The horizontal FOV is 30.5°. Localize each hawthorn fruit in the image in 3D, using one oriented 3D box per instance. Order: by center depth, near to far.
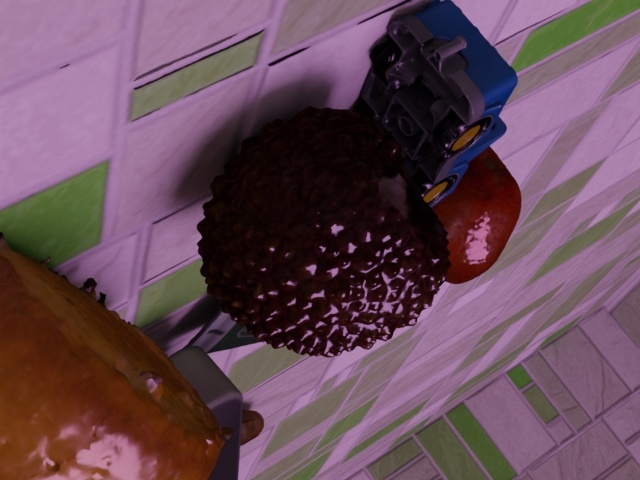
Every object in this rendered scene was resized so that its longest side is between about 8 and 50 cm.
[{"bbox_3d":[0.131,-0.031,1.153,0.132,0.133,0.138,-16,140,-51],"label":"hawthorn fruit"}]

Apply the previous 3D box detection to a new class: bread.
[{"bbox_3d":[-0.175,0.146,0.820,0.194,0.179,0.340,-49,158,-4],"label":"bread"}]

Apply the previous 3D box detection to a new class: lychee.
[{"bbox_3d":[0.000,0.000,0.862,0.188,0.188,0.188,-34,164,-11],"label":"lychee"}]

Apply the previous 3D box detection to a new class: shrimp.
[{"bbox_3d":[-0.151,0.264,1.562,0.133,0.053,0.236,-19,171,11],"label":"shrimp"}]

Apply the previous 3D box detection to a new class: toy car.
[{"bbox_3d":[0.093,-0.105,0.918,0.100,0.097,0.191,-30,163,-26],"label":"toy car"}]

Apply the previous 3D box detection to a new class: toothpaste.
[{"bbox_3d":[0.003,0.060,1.271,0.392,0.061,0.099,-10,150,-51],"label":"toothpaste"}]

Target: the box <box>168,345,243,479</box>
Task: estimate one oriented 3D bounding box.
[{"bbox_3d":[-0.239,0.288,1.147,0.367,0.090,0.373,-34,160,-20],"label":"box"}]
